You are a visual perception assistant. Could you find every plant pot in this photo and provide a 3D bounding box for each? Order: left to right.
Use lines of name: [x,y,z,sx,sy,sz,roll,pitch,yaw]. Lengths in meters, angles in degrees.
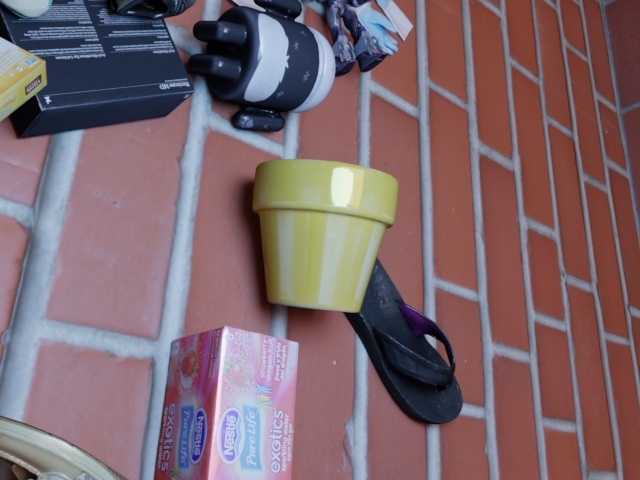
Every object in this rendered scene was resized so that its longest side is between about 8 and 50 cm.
plant pot: [0.000,0.000,1.120,0.254,0.254,0.238,10,85,-41]

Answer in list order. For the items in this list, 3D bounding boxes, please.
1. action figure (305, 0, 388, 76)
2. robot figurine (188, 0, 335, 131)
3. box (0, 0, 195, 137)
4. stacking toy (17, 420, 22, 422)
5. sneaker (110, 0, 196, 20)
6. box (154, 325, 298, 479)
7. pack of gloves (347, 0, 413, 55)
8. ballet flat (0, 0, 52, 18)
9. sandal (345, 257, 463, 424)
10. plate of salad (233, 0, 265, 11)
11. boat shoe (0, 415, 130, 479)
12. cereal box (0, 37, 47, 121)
action figure: [0.046,-0.517,1.438,0.185,0.099,0.284,-14,80,-28]
robot figurine: [-0.102,-0.330,1.180,0.278,0.209,0.173,0,53,-43]
box: [-0.349,-0.274,0.969,0.261,0.103,0.184,-22,86,-46]
stacking toy: [-0.449,0.251,0.723,0.221,0.052,0.167,41,49,-23]
sneaker: [-0.299,-0.419,0.950,0.227,0.087,0.130,43,37,-16]
box: [-0.137,0.291,0.928,0.142,0.154,0.299,21,63,-37]
pack of gloves: [0.150,-0.593,1.603,0.232,0.046,0.195,47,49,-21]
ballet flat: [-0.447,-0.387,0.799,0.248,0.086,0.086,33,55,-28]
sandal: [0.175,0.201,1.290,0.445,0.107,0.167,54,46,-15]
plate of salad: [-0.146,-0.561,1.307,0.200,0.048,0.199,18,63,-38]
boat shoe: [-0.286,0.302,0.749,0.285,0.105,0.089,43,60,-22]
cereal box: [-0.491,-0.216,0.777,0.240,0.047,0.173,28,52,1]
